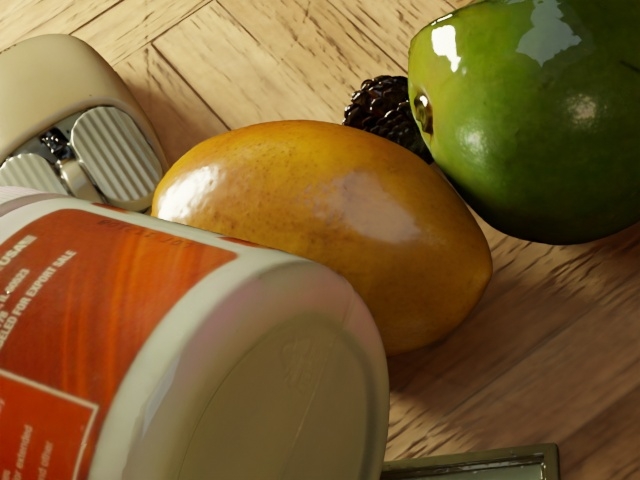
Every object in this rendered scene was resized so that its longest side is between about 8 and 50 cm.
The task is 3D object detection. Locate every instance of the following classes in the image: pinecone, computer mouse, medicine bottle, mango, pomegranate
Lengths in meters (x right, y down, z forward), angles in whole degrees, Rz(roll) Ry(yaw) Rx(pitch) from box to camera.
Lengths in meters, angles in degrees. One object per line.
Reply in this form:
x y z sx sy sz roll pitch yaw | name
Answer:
0.048 -0.080 1.155 0.077 0.077 0.083 -26 32 -1 | pinecone
-0.209 -0.079 1.241 0.145 0.082 0.236 -30 48 -6 | computer mouse
-0.118 0.110 0.940 0.240 0.252 0.252 14 59 31 | medicine bottle
0.000 0.000 1.062 0.252 0.126 0.154 13 79 34 | mango
0.174 -0.078 1.065 0.189 0.241 0.159 -20 82 33 | pomegranate

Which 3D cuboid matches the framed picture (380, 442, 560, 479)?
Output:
0.078 0.215 0.949 0.135 0.010 0.201 -9 50 15 | framed picture
